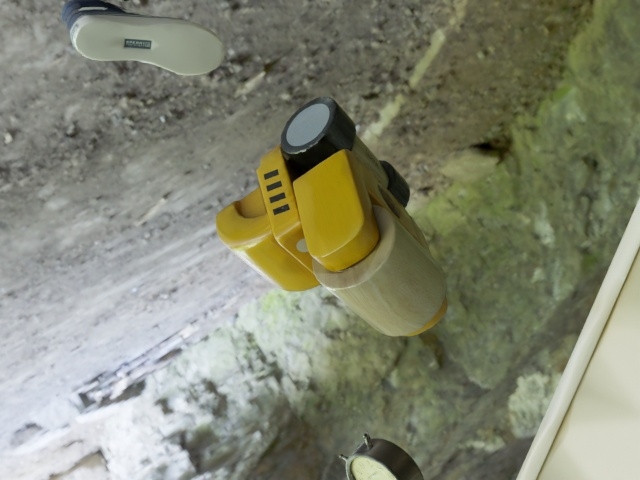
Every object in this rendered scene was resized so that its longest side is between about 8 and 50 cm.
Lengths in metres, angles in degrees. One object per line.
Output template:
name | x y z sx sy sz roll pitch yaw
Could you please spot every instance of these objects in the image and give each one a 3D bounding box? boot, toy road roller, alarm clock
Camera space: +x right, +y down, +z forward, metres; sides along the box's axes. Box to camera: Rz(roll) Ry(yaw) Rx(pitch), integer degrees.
boot | -0.215 -0.256 0.951 0.190 0.086 0.069 2 126 -34
toy road roller | 0.000 0.000 1.029 0.240 0.329 0.202 -34 132 16
alarm clock | 0.121 0.400 1.268 0.064 0.192 0.129 -33 166 -38

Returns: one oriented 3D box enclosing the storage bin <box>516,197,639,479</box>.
storage bin | 0.283 0.108 0.590 0.260 0.123 0.262 2 110 -55
